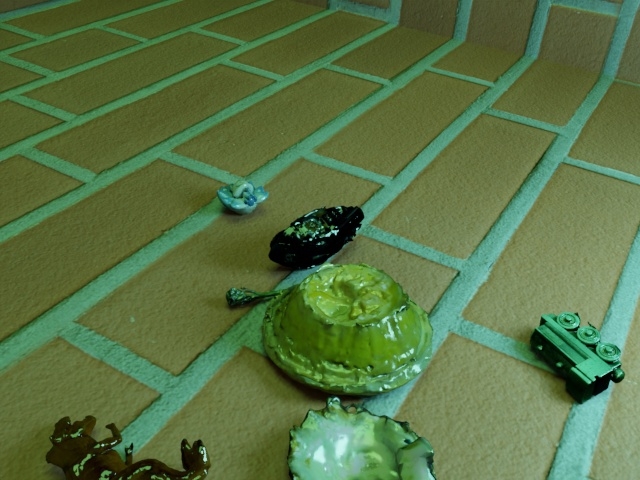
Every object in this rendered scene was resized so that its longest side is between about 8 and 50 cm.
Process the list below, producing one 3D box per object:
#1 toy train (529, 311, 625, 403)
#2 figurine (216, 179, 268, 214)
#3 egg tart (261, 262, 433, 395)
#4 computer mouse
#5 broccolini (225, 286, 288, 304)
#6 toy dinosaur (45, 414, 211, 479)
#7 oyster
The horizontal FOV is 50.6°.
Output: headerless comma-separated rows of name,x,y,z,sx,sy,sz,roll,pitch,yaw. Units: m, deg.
toy train,0.436,0.193,1.170,0.111,0.071,0.170,-21,41,-21
figurine,-0.182,-0.104,1.514,0.114,0.079,0.114,0,40,0
egg tart,0.050,0.132,1.167,0.315,0.120,0.315,2,35,-2
computer mouse,0.000,0.000,1.355,0.241,0.146,0.077,-22,70,-34
broccolini,-0.110,0.097,1.271,0.140,0.035,0.030,-8,-5,-21
toy dinosaur,-0.229,0.338,0.859,0.208,0.097,0.432,-26,40,-17
oyster,0.074,0.317,0.937,0.259,0.092,0.198,15,35,30
